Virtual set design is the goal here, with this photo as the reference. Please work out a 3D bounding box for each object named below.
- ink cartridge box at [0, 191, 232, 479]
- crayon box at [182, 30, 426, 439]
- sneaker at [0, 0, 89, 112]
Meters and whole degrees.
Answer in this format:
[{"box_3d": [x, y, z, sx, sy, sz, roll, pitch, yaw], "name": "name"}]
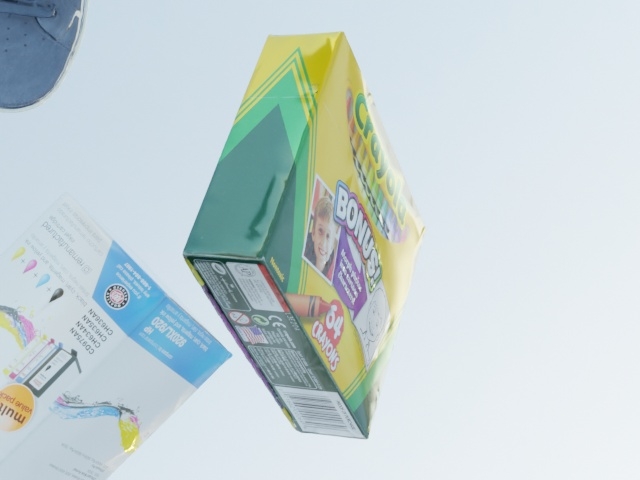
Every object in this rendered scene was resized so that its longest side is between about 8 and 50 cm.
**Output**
[{"box_3d": [-0.244, 0.113, 1.238, 0.233, 0.171, 0.168, -45, -29, -5], "name": "ink cartridge box"}, {"box_3d": [0.000, 0.000, 1.479, 0.363, 0.106, 0.313, 63, -142, -48], "name": "crayon box"}, {"box_3d": [-0.205, -0.249, 0.872, 0.131, 0.148, 0.350, 1, -71, -18], "name": "sneaker"}]
